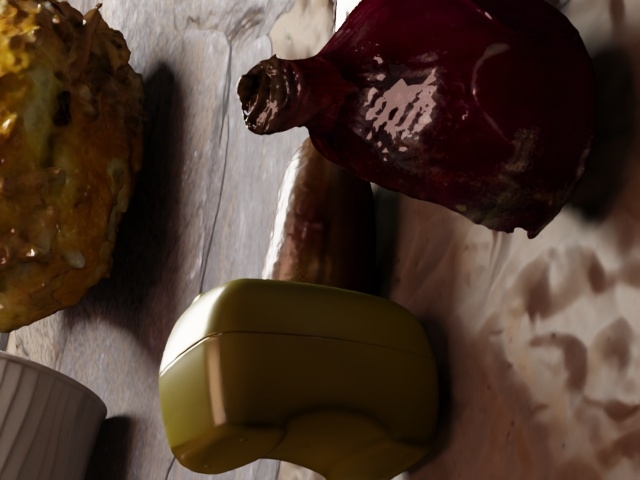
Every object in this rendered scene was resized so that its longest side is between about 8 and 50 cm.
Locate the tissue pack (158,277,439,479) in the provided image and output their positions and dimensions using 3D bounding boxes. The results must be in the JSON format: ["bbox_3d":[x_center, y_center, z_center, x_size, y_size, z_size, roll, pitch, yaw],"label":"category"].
[{"bbox_3d":[-0.014,0.090,1.223,0.123,0.178,0.127,-39,49,54],"label":"tissue pack"}]

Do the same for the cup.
[{"bbox_3d":[-0.350,0.264,1.820,0.288,0.208,0.273,125,161,-66],"label":"cup"}]

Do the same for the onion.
[{"bbox_3d":[0.054,-0.092,1.091,0.139,0.218,0.195,-69,27,21],"label":"onion"}]

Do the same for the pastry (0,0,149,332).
[{"bbox_3d":[-0.328,-0.095,1.866,0.405,0.292,0.337,-165,96,-75],"label":"pastry"}]

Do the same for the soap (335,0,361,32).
[{"bbox_3d":[0.061,-0.171,1.294,0.119,0.067,0.198,155,121,-64],"label":"soap"}]

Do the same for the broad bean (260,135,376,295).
[{"bbox_3d":[0.000,0.000,1.344,0.114,0.084,0.165,126,151,-69],"label":"broad bean"}]
